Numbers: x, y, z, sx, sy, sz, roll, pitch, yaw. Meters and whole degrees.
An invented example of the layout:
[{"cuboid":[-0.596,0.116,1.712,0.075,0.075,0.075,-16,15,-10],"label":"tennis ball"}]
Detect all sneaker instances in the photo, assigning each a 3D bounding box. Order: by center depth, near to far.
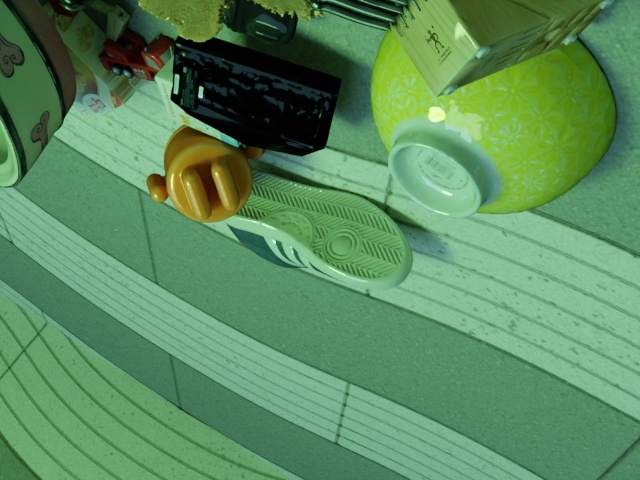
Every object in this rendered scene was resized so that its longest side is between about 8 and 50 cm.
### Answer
[{"cuboid":[0.000,0.000,1.564,0.350,0.131,0.148,26,160,31],"label":"sneaker"}]

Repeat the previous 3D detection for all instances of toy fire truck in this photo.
[{"cuboid":[-0.296,-0.305,1.487,0.192,0.047,0.135,18,147,31],"label":"toy fire truck"}]

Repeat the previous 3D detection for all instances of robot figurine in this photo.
[{"cuboid":[-0.166,-0.106,1.498,0.128,0.158,0.219,31,-166,-21],"label":"robot figurine"}]

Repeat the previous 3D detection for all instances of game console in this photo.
[{"cuboid":[-0.066,-0.257,1.218,0.213,0.044,0.361,19,136,4],"label":"game console"}]

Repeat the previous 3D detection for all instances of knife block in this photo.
[{"cuboid":[0.110,-0.267,0.927,0.242,0.275,0.088,60,152,9],"label":"knife block"}]

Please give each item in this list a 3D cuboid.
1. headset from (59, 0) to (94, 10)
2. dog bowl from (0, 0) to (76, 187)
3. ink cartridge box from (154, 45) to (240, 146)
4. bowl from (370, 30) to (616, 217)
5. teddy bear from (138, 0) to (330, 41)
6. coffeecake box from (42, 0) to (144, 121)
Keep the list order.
[{"cuboid":[-0.377,-0.477,1.254,0.243,0.185,0.394,0,121,50],"label":"headset"},{"cuboid":[-0.514,-0.275,1.415,0.408,0.150,0.408,33,153,20],"label":"dog bowl"},{"cuboid":[-0.157,-0.212,1.423,0.143,0.090,0.092,23,151,23],"label":"ink cartridge box"},{"cuboid":[0.161,-0.120,1.125,0.289,0.156,0.289,28,152,16],"label":"bowl"},{"cuboid":[-0.060,-0.335,1.025,0.245,0.113,0.338,23,146,-19],"label":"teddy bear"},{"cuboid":[-0.385,-0.287,1.598,0.185,0.068,0.142,46,151,-21],"label":"coffeecake box"}]
